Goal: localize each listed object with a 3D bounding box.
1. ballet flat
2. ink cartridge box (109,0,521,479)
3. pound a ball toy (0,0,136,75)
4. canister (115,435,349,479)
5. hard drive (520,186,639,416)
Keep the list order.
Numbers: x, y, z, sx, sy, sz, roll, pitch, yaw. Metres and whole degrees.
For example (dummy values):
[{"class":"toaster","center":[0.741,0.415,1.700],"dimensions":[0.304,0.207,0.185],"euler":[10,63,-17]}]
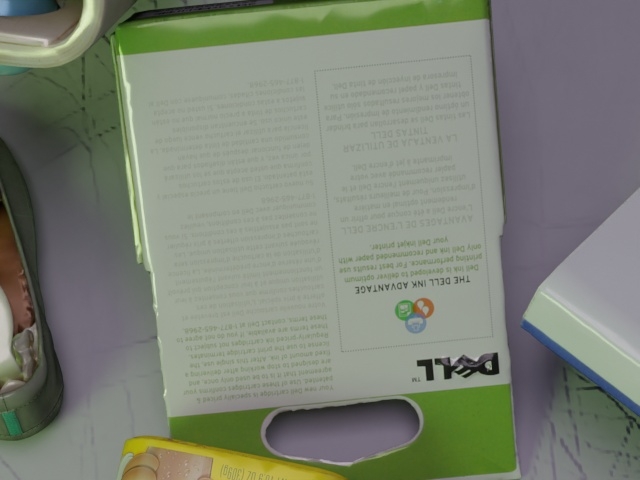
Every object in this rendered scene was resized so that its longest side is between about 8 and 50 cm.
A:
[{"class":"ballet flat","center":[-0.186,0.002,0.900],"dimensions":[0.072,0.068,0.213],"euler":[-19,67,-6]},{"class":"ink cartridge box","center":[0.000,0.000,0.890],"dimensions":[0.189,0.097,0.255],"euler":[-6,101,-1]},{"class":"pound a ball toy","center":[-0.175,-0.184,0.897],"dimensions":[0.208,0.319,0.135],"euler":[6,112,5]},{"class":"canister","center":[-0.055,0.188,0.806],"dimensions":[0.126,0.073,0.169],"euler":[11,71,3]},{"class":"hard drive","center":[0.284,0.074,0.830],"dimensions":[0.319,0.040,0.210],"euler":[38,50,16]}]
